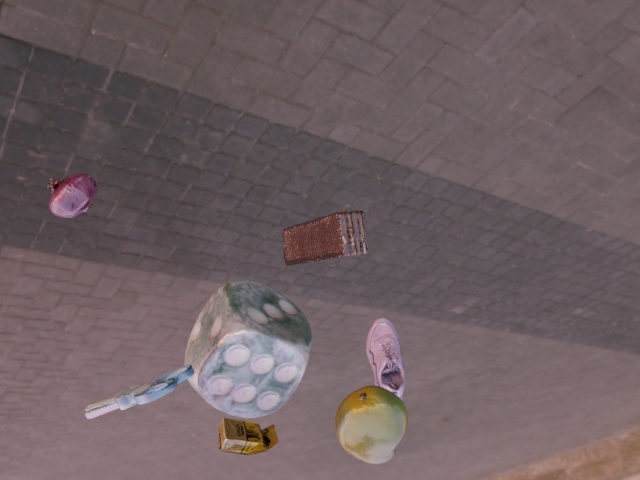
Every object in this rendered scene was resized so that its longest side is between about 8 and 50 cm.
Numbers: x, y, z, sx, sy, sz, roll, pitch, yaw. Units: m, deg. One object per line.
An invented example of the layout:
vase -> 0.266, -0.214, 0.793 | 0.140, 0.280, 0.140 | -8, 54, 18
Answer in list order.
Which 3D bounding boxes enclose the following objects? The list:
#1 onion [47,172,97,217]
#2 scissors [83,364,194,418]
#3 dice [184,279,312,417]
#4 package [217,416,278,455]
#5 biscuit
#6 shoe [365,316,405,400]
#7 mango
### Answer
onion -> -0.552, -0.103, 1.342 | 0.104, 0.115, 0.115 | 33, 135, -11
scissors -> -0.361, 0.299, 1.163 | 0.256, 0.030, 0.125 | -24, -177, 24
dice -> -0.244, 0.360, 2.044 | 0.328, 0.348, 0.330 | 26, 111, -23
package -> -0.167, 0.447, 1.380 | 0.131, 0.071, 0.047 | 15, 109, -24
biscuit -> 0.000, 0.000, 1.568 | 0.073, 0.107, 0.388 | -5, 177, -26
shoe -> 0.182, 0.321, 1.645 | 0.095, 0.245, 0.138 | -4, 157, -5
mango -> 0.085, 0.327, 1.055 | 0.122, 0.086, 0.191 | 5, 127, -6
